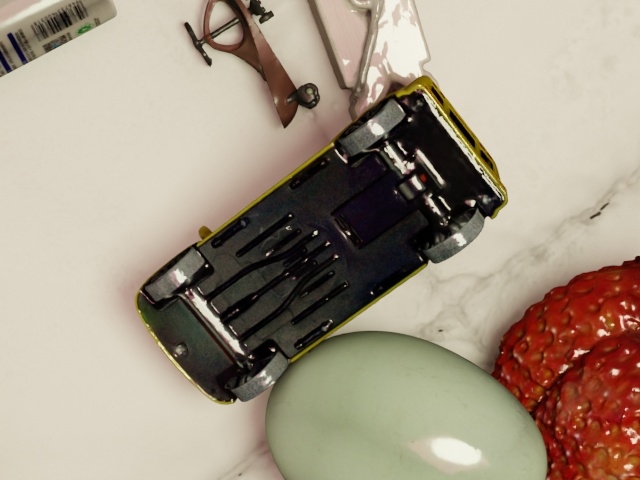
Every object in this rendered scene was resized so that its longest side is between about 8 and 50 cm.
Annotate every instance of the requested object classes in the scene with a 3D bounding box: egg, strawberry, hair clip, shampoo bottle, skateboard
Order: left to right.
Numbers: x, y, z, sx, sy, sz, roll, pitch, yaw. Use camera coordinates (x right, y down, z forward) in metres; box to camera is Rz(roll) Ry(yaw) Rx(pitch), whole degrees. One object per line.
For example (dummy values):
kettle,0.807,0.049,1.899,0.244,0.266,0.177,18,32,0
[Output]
shampoo bottle,-0.337,-0.173,1.163,0.303,0.092,0.092,-29,95,-7
skateboard,-0.067,-0.175,1.227,0.080,0.067,0.151,-31,89,2
hair clip,0.046,-0.203,1.226,0.101,0.085,0.330,-19,95,-7
egg,0.075,0.178,1.166,0.264,0.183,0.183,13,88,24
strawberry,0.295,0.164,1.210,0.238,0.250,0.288,29,111,-38

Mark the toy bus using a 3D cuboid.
toy bus,0.000,0.000,1.158,0.331,0.151,0.145,-36,101,16
